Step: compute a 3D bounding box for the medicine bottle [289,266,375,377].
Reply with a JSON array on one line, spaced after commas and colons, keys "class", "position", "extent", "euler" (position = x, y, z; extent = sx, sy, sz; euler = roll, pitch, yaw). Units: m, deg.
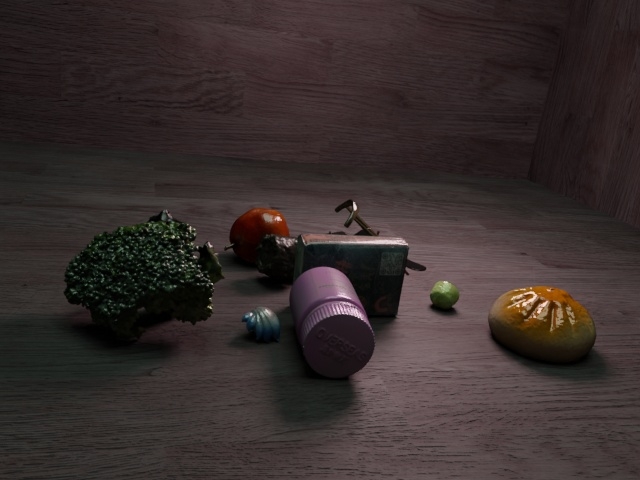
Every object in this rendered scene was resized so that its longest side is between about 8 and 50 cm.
[{"class": "medicine bottle", "position": [0.023, 0.195, 1.559], "extent": [0.178, 0.178, 0.290], "euler": [4, 18, -11]}]

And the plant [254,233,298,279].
[{"class": "plant", "position": [-0.070, 0.059, 2.004], "extent": [0.274, 0.146, 0.149], "euler": [5, 7, -38]}]

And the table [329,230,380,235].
[{"class": "table", "position": [0.116, 0.019, 2.255], "extent": [0.240, 0.111, 0.121], "euler": [-10, 24, -44]}]

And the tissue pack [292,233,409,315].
[{"class": "tissue pack", "position": [0.084, 0.100, 1.795], "extent": [0.316, 0.228, 0.103], "euler": [2, 19, -15]}]

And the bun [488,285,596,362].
[{"class": "bun", "position": [0.635, 0.213, 1.782], "extent": [0.299, 0.164, 0.299], "euler": [8, 19, -3]}]

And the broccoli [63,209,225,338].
[{"class": "broccoli", "position": [-0.425, 0.093, 1.546], "extent": [0.317, 0.338, 0.277], "euler": [20, 35, -43]}]

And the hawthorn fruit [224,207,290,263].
[{"class": "hawthorn fruit", "position": [-0.222, -0.007, 2.099], "extent": [0.225, 0.196, 0.196], "euler": [-20, 29, -26]}]

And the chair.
[{"class": "chair", "position": [0.114, 0.026, 1.933], "extent": [0.166, 0.272, 0.188], "euler": [-37, 18, 5]}]

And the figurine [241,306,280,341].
[{"class": "figurine", "position": [-0.142, 0.219, 1.611], "extent": [0.114, 0.079, 0.114], "euler": [40, 21, -19]}]

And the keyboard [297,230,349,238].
[{"class": "keyboard", "position": [0.000, 0.000, 2.416], "extent": [0.310, 0.018, 0.101], "euler": [-9, 25, -41]}]

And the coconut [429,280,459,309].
[{"class": "coconut", "position": [0.387, 0.167, 1.953], "extent": [0.088, 0.088, 0.096], "euler": [20, 51, 34]}]

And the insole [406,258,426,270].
[{"class": "insole", "position": [0.291, 0.068, 2.349], "extent": [0.086, 0.005, 0.253], "euler": [-8, 23, -37]}]
